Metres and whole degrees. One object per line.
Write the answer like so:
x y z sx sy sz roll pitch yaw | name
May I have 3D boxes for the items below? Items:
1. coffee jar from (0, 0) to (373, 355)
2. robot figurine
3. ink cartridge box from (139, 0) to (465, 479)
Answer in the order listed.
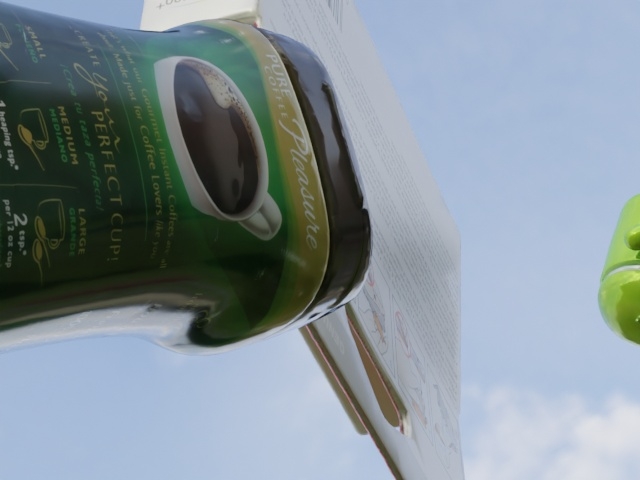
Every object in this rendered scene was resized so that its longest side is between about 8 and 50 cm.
-0.065 -0.015 0.515 0.079 0.096 0.184 -24 -15 36 | coffee jar
0.206 0.016 1.162 0.067 0.115 0.101 7 -35 23 | robot figurine
0.000 0.000 0.916 0.066 0.261 0.296 -13 -45 16 | ink cartridge box
